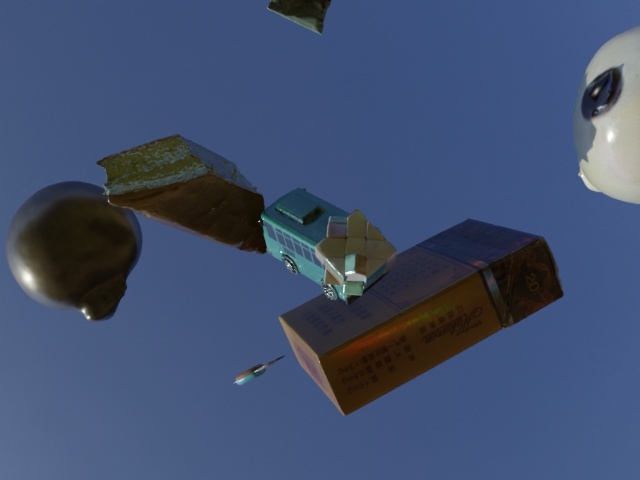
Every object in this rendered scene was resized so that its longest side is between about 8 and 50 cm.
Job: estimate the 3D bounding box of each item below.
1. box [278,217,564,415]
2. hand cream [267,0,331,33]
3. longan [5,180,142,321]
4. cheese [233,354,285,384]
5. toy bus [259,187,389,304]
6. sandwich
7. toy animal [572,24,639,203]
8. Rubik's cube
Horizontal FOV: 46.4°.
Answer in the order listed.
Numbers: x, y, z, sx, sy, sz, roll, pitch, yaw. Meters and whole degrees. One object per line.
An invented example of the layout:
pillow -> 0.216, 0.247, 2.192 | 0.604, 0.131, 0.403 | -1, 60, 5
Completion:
box -> 0.160, 0.109, 1.255 | 0.415, 0.264, 0.116 | -26, -76, -12
hand cream -> 0.016, -0.388, 0.937 | 0.075, 0.052, 0.248 | 24, -84, -1
longan -> -0.336, 0.017, 1.037 | 0.184, 0.159, 0.204 | -25, -101, 4
cheese -> -0.088, 0.185, 1.058 | 0.047, 0.111, 0.017 | -24, -98, -43
toy bus -> 0.000, 0.000, 0.923 | 0.079, 0.160, 0.092 | -37, -46, -26
sandwich -> -0.151, -0.063, 0.951 | 0.096, 0.094, 0.258 | -49, -38, 16
toy animal -> 0.393, -0.125, 0.736 | 0.212, 0.266, 0.213 | -47, -33, -44
Rubik's cube -> 0.029, 0.016, 0.767 | 0.073, 0.084, 0.075 | -42, -30, -9
